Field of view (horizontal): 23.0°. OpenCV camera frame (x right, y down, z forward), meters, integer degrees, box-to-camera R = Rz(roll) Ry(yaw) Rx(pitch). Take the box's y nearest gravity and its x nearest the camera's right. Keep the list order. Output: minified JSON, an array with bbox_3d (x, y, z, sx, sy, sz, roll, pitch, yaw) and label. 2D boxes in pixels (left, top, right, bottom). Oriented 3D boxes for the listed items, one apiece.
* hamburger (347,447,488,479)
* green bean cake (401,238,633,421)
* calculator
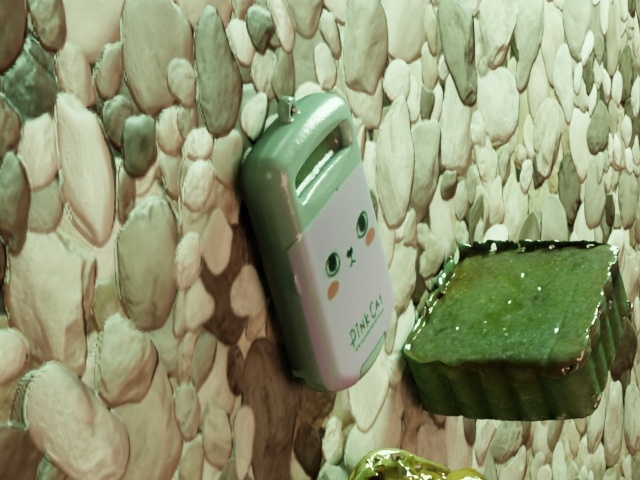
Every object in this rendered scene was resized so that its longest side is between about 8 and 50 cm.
[{"bbox_3d":[0.082,0.312,1.292,0.259,0.145,0.283,-53,141,-42],"label":"hamburger"},{"bbox_3d":[0.184,0.086,1.439,0.181,0.173,0.094,-62,141,-45],"label":"green bean cake"},{"bbox_3d":[0.000,0.000,1.218,0.141,0.045,0.246,-51,134,-50],"label":"calculator"}]
